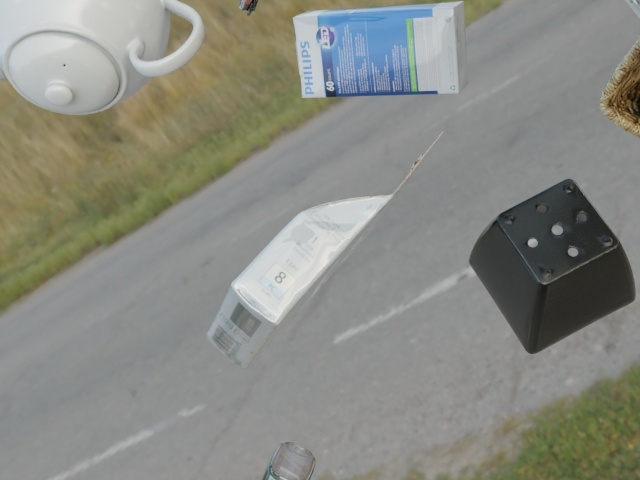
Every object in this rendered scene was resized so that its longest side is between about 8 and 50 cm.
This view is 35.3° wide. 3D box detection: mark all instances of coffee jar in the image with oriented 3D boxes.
[{"bbox_3d":[-0.075,0.451,1.788,0.096,0.079,0.184,-61,-5,-54],"label":"coffee jar"}]

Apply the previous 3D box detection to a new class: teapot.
[{"bbox_3d":[-0.310,-0.249,1.276,0.256,0.253,0.187,-44,35,44],"label":"teapot"}]

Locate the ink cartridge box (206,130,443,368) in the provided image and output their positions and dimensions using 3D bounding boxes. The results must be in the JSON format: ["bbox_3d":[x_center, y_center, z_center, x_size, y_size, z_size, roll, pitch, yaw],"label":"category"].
[{"bbox_3d":[0.000,0.000,1.490,0.385,0.091,0.308,-49,-3,-22],"label":"ink cartridge box"}]

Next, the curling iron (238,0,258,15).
[{"bbox_3d":[-0.096,-0.536,1.835,0.068,0.035,0.274,-88,19,-52],"label":"curling iron"}]

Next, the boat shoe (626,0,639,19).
[{"bbox_3d":[0.426,-0.428,1.520,0.156,0.367,0.136,-45,-1,38],"label":"boat shoe"}]

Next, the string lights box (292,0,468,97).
[{"bbox_3d":[0.095,-0.299,1.581,0.260,0.133,0.077,2,22,21],"label":"string lights box"}]

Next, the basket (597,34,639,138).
[{"bbox_3d":[0.644,-0.272,1.635,0.223,0.213,0.299,-9,-40,-41],"label":"basket"}]

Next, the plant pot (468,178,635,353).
[{"bbox_3d":[0.339,0.023,1.462,0.187,0.188,0.167,-27,-27,-4],"label":"plant pot"}]
